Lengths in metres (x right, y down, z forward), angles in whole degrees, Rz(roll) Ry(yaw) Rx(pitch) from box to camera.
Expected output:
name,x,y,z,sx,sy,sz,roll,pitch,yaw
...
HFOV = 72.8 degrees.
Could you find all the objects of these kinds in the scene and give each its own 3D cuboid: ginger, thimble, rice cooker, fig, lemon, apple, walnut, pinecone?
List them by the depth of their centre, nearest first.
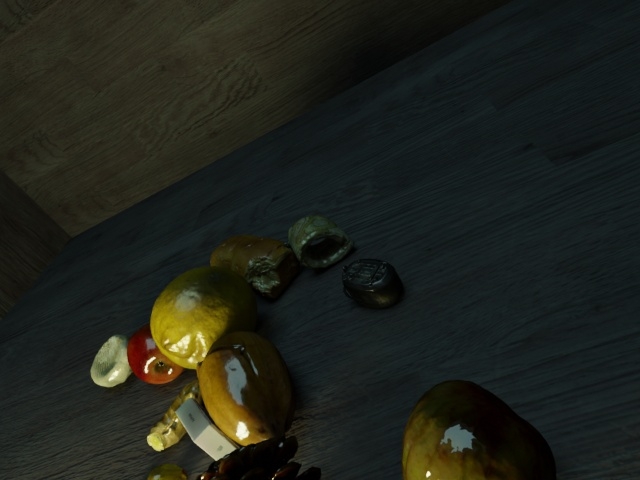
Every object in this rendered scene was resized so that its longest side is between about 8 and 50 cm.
name,x,y,z,sx,sy,sz,roll,pitch,yaw
fig,0.178,0.372,0.634,0.321,0.217,0.217,-54,30,4
pinecone,-0.086,0.465,0.685,0.246,0.246,0.292,-39,45,-10
fig,-0.345,0.542,0.981,0.088,0.074,0.074,-19,28,-11
walnut,-0.161,0.338,0.983,0.209,0.209,0.336,-39,37,-11
ginger,-0.352,0.440,1.122,0.115,0.081,0.205,-18,31,38
rice cooker,0.131,0.109,1.130,0.165,0.106,0.112,9,52,36
lemon,-0.320,0.214,1.219,0.297,0.297,0.297,-24,31,15
apple,-0.491,0.340,1.314,0.181,0.181,0.168,-35,32,-4
thimble,0.000,0.000,1.385,0.190,0.137,0.143,-13,26,-11

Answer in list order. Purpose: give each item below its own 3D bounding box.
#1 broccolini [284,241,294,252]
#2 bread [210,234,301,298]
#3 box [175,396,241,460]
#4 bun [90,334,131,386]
name,x,y,z,sx,sy,sz,roll,pitch,yaw
broccolini,-0.141,0.037,1.538,0.203,0.068,0.091,-15,53,30
bread,-0.233,0.072,1.475,0.344,0.149,0.195,7,54,49
box,-0.252,0.435,0.985,0.051,0.129,0.130,-45,32,-20
bun,-0.681,0.410,1.466,0.183,0.102,0.183,-21,49,27
